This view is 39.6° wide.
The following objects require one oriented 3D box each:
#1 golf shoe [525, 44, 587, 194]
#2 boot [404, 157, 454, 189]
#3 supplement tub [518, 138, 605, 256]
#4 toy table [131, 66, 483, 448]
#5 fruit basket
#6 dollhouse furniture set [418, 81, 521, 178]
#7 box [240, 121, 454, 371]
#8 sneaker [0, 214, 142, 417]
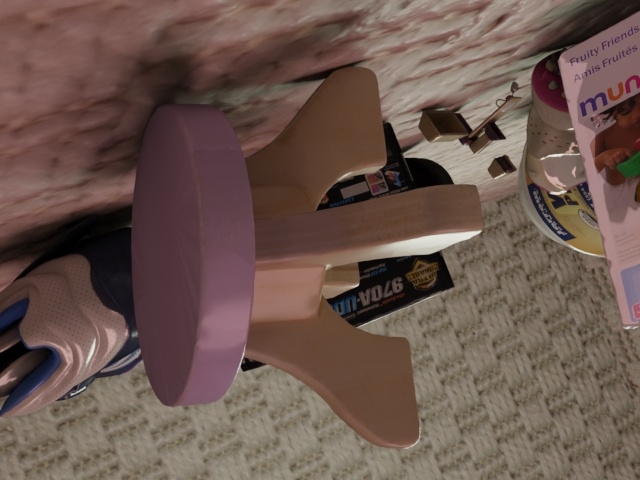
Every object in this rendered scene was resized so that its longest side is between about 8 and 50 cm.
[{"bbox_3d":[0.325,-0.134,0.892,0.306,0.115,0.140,-14,136,-23],"label":"golf shoe"},{"bbox_3d":[-0.023,0.007,1.106,0.348,0.131,0.260,-24,175,36],"label":"boot"},{"bbox_3d":[0.381,-0.098,1.096,0.228,0.228,0.316,-21,175,-6],"label":"supplement tub"},{"bbox_3d":[-0.025,0.012,0.563,0.160,0.252,0.274,-3,-179,-20],"label":"toy table"},{"bbox_3d":[0.388,-0.088,0.762,0.327,0.165,0.353,-27,136,2],"label":"fruit basket"},{"bbox_3d":[0.165,-0.117,0.898,0.081,0.091,0.114,-42,162,32],"label":"dollhouse furniture set"},{"bbox_3d":[0.000,0.000,0.824,0.220,0.175,0.051,-20,176,-29],"label":"box"},{"bbox_3d":[-0.257,0.089,0.853,0.236,0.130,0.322,-28,177,-43],"label":"sneaker"}]
